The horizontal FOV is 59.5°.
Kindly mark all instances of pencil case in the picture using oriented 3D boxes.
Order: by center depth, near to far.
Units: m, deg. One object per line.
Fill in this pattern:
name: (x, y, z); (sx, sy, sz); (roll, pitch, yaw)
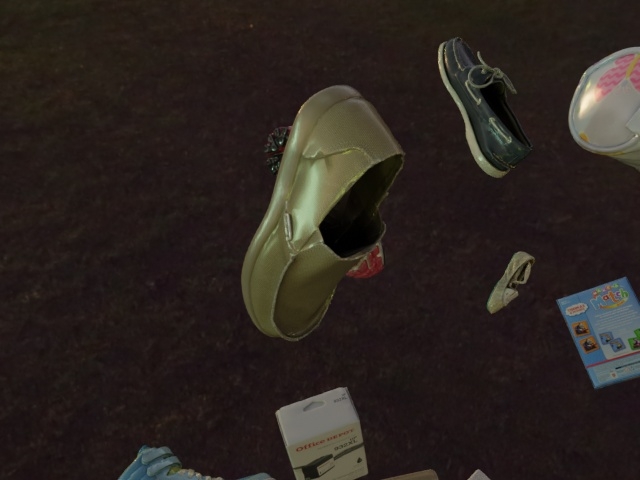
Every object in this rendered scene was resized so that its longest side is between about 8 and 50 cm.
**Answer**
pencil case: (0.403, -0.113, 0.630); (0.273, 0.113, 0.124); (16, 47, -29)

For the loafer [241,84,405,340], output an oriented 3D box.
loafer: (0.000, 0.000, 0.510); (0.101, 0.269, 0.092); (-18, 45, -39)

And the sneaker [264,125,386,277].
sneaker: (0.029, -0.076, 0.966); (0.112, 0.120, 0.299); (-23, 82, -50)

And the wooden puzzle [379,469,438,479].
wooden puzzle: (0.269, 0.819, 1.681); (0.220, 0.044, 0.239); (-14, 30, 4)

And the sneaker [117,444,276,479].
sneaker: (-0.258, 0.480, 1.116); (0.318, 0.127, 0.208); (-13, 48, -22)

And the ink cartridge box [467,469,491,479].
ink cartridge box: (0.223, 0.432, 0.807); (0.067, 0.198, 0.115); (-30, 56, -33)

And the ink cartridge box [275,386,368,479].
ink cartridge box: (0.010, 0.609, 1.680); (0.223, 0.308, 0.129); (-17, 40, -9)

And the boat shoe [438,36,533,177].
boat shoe: (0.253, -0.222, 0.864); (0.095, 0.079, 0.255); (9, 58, -33)

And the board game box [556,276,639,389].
board game box: (0.652, 0.207, 1.258); (0.160, 0.039, 0.212); (-22, 61, 18)

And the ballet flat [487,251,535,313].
ballet flat: (0.452, 0.102, 1.326); (0.052, 0.057, 0.168); (24, 85, 48)
